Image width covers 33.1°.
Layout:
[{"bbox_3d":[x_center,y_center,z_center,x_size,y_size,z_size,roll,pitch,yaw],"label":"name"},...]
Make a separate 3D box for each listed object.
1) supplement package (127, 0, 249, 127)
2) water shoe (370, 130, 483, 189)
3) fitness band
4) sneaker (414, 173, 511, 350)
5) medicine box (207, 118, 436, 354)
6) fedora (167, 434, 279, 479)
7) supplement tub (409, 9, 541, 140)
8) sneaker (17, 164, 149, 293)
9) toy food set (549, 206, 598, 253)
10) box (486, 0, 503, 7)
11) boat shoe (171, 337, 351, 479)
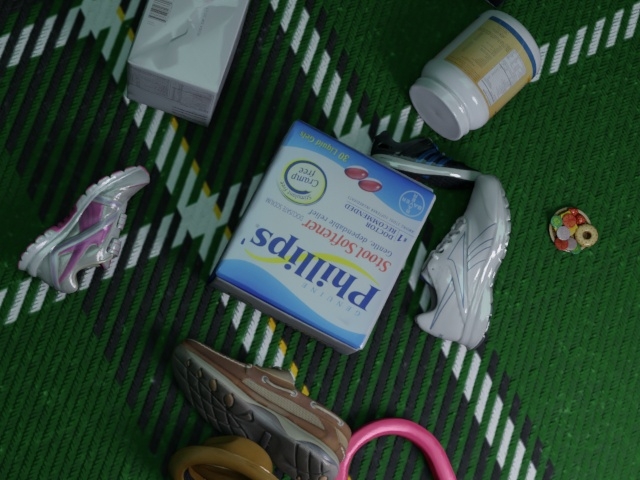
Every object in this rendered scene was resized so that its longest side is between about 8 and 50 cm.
[{"bbox_3d":[-0.213,-0.317,1.731,0.149,0.203,0.194,19,78,-6],"label":"supplement package"},{"bbox_3d":[0.187,-0.141,1.844,0.203,0.073,0.080,10,74,-11],"label":"water shoe"},{"bbox_3d":[0.128,0.434,1.755,0.209,0.054,0.291,-19,86,-15],"label":"fitness band"},{"bbox_3d":[0.239,0.030,1.799,0.129,0.111,0.297,13,87,0],"label":"sneaker"},{"bbox_3d":[0.000,0.000,1.748,0.263,0.149,0.289,28,76,-5],"label":"medicine box"},{"bbox_3d":[-0.138,0.360,1.680,0.194,0.194,0.079,26,43,-5],"label":"fedora"},{"bbox_3d":[0.264,-0.281,1.842,0.199,0.144,0.144,-43,90,-13],"label":"supplement tub"},{"bbox_3d":[-0.357,-0.014,1.716,0.111,0.103,0.252,45,83,-5],"label":"sneaker"},{"bbox_3d":[0.442,-0.018,1.897,0.082,0.020,0.083,-26,87,-13],"label":"toy food set"},{"bbox_3d":[0.340,-0.521,1.863,0.108,0.207,0.153,39,78,-3],"label":"box"},{"bbox_3d":[-0.093,0.259,1.717,0.324,0.123,0.116,37,49,4],"label":"boat shoe"}]
